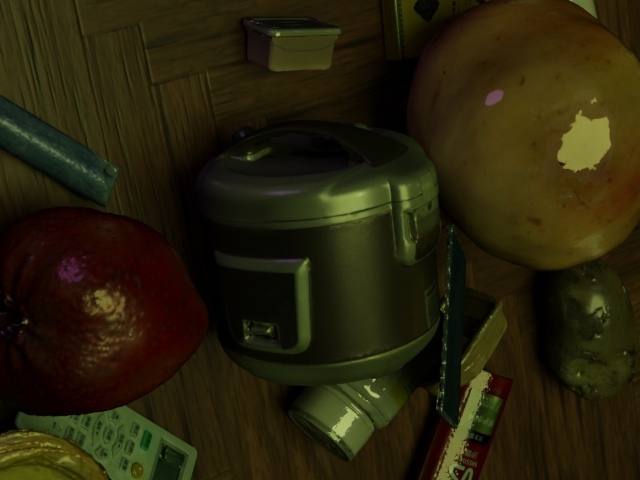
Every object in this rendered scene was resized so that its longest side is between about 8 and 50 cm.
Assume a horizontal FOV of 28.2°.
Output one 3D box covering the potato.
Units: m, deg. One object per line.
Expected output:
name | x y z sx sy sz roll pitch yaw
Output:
potato | 0.460 0.143 2.163 0.165 0.165 0.262 -19 113 -30

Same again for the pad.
pad | 0.191 0.130 1.831 0.270 0.012 0.269 46 47 -74

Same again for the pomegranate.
pomegranate | 0.298 -0.143 1.859 0.411 0.411 0.411 -7 103 -33

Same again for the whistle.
whistle | -0.378 -0.136 1.589 0.304 0.062 0.062 33 80 -34

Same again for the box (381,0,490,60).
box | 0.215 -0.371 1.960 0.279 0.041 0.153 -14 108 -31

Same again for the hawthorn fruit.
hawthorn fruit | -0.269 0.087 1.599 0.307 0.265 0.265 3 97 -43

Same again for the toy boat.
toy boat | 0.212 0.168 2.019 0.188 0.116 0.061 -52 129 -17

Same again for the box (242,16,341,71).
box | -0.042 -0.275 1.779 0.122 0.089 0.062 -8 114 -33

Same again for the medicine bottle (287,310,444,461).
medicine bottle | 0.075 0.195 1.914 0.258 0.143 0.143 -48 121 -16

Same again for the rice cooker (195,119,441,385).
rice cooker | 0.000 0.000 1.708 0.335 0.335 0.325 -17 112 -31

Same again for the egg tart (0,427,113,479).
egg tart | -0.399 0.345 1.606 0.294 0.123 0.294 -10 121 -18

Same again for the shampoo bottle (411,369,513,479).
shampoo bottle | 0.217 0.353 2.080 0.118 0.076 0.314 23 86 -38

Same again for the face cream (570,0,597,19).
face cream | 0.399 -0.351 2.040 0.092 0.092 0.311 -36 124 -24

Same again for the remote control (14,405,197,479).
remote control | -0.289 0.273 1.730 0.293 0.051 0.103 38 53 -34
